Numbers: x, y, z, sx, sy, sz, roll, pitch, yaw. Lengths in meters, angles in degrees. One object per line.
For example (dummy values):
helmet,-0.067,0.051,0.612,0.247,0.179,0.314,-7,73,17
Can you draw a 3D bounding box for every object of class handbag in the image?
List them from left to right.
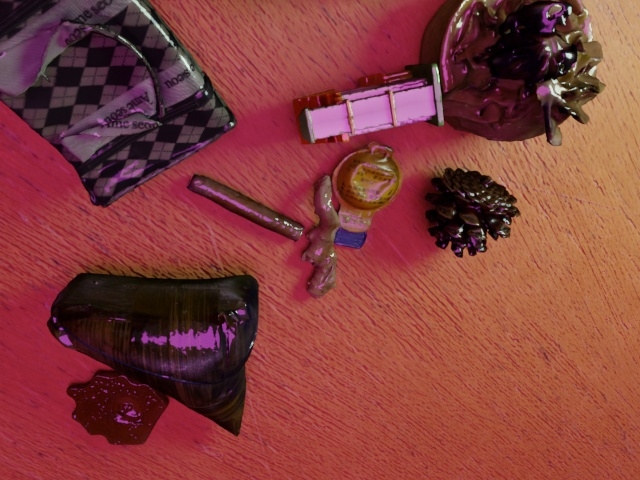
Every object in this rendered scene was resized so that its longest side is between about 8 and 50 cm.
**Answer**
handbag,-0.384,-0.272,0.800,0.317,0.180,0.416,-37,132,3

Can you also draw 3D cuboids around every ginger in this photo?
ginger,0.000,0.000,1.076,0.089,0.075,0.287,0,116,0

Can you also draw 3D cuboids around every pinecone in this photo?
pinecone,0.316,-0.056,1.059,0.208,0.207,0.207,-3,109,-10

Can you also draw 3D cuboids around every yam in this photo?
yam,-0.154,-0.068,1.034,0.264,0.046,0.046,26,101,-19

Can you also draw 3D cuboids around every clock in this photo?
clock,0.078,-0.257,0.934,0.256,0.219,0.106,-11,109,1

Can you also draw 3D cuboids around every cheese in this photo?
cheese,0.090,-0.094,1.066,0.157,0.064,0.250,13,114,-13

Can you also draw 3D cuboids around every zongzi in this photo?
zongzi,-0.344,0.268,1.045,0.404,0.207,0.431,4,119,-7

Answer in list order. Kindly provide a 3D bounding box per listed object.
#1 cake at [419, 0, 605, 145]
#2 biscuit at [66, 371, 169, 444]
cake,0.378,-0.336,0.909,0.333,0.321,0.331,-4,111,-10
biscuit,-0.473,0.376,1.123,0.215,0.034,0.182,30,99,-17
